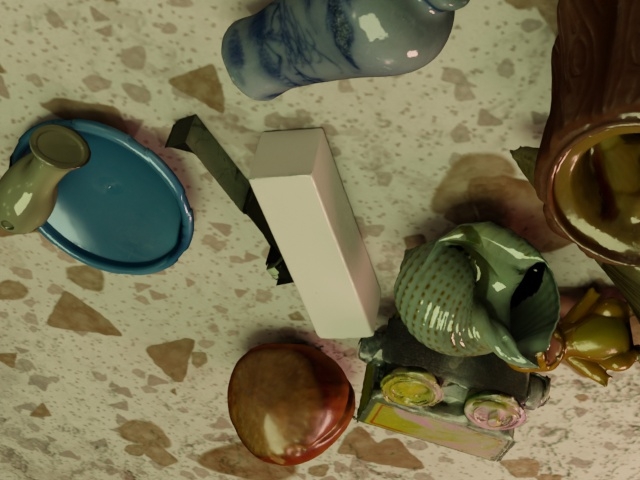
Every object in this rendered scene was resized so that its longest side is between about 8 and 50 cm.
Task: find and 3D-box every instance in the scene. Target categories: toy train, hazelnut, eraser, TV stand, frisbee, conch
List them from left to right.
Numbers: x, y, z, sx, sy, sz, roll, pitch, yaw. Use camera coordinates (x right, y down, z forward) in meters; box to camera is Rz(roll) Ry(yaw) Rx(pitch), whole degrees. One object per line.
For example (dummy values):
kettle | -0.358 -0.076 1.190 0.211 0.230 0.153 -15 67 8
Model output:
frisbee | -0.263 -0.056 1.399 0.242 0.045 0.242 13 136 12
TV stand | -0.096 -0.043 1.371 0.040 0.049 0.256 -12 135 29
hazelnut | -0.043 0.233 1.593 0.182 0.182 0.182 8 140 6
eraser | 0.000 -0.001 1.373 0.076 0.078 0.298 -3 139 17
toy train | 0.164 0.188 1.508 0.261 0.134 0.177 18 141 -5
conch | 0.186 0.064 1.351 0.200 0.131 0.172 37 97 0

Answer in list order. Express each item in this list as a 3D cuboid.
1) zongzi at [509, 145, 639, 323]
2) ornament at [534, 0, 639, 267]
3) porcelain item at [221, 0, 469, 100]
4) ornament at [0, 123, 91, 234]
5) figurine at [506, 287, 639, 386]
zongzi | 0.419 0.100 1.342 0.467 0.218 0.500 27 152 17
ornament | 0.293 -0.103 1.037 0.235 0.217 0.221 30 135 -5
porcelain item | 0.024 -0.208 1.083 0.259 0.141 0.141 -17 132 42
ornament | -0.333 -0.069 1.339 0.075 0.081 0.156 5 146 -35
figurine | 0.300 0.121 1.411 0.176 0.121 0.122 -6 180 -16
